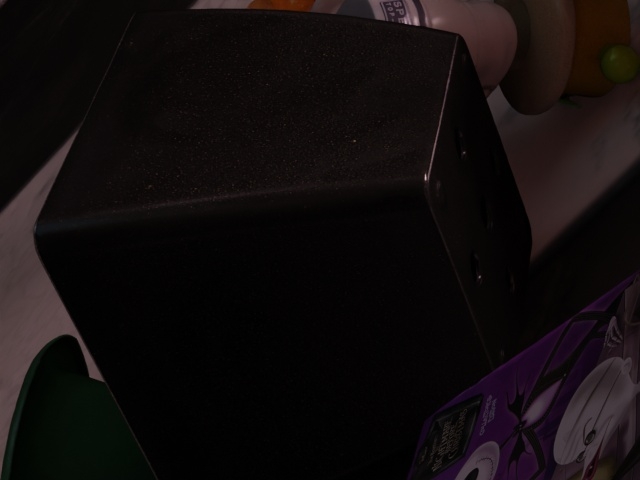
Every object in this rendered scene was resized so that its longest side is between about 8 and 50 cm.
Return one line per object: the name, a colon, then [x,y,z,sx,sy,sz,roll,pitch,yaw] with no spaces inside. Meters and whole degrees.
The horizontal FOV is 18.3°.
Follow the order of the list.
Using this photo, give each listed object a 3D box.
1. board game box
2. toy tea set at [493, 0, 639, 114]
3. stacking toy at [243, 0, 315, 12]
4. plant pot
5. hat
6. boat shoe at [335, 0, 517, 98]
board game box: [0.064,0.161,0.667,0.208,0.056,0.346,-47,15,47]
toy tea set: [0.148,-0.178,1.051,0.336,0.124,0.200,-119,34,-51]
stacking toy: [0.011,-0.264,1.509,0.301,0.166,0.175,-60,19,21]
plant pot: [0.000,0.000,0.929,0.167,0.187,0.188,-10,35,19]
hat: [-0.065,0.138,1.077,0.173,0.184,0.208,-72,-14,-61]
boat shoe: [0.032,-0.070,1.096,0.267,0.088,0.096,126,136,-65]
